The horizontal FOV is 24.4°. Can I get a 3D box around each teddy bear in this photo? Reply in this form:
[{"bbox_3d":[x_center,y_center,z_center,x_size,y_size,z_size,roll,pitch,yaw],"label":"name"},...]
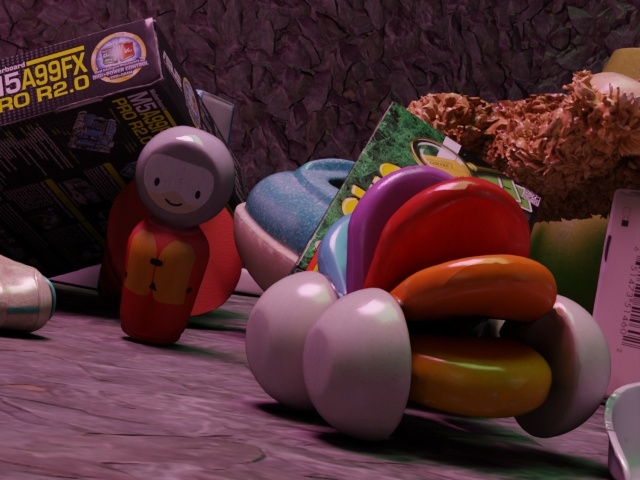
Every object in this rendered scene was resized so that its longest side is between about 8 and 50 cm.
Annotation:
[{"bbox_3d":[0.183,-0.058,1.179,0.338,0.113,0.245,-4,-10,41],"label":"teddy bear"}]

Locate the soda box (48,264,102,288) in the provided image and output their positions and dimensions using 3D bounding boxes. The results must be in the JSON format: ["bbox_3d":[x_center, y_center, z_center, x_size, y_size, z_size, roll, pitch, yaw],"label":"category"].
[{"bbox_3d":[-0.247,-0.008,1.433,0.286,0.091,0.098,9,3,22],"label":"soda box"}]

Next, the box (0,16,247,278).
[{"bbox_3d":[-0.193,-0.063,1.210,0.216,0.060,0.270,-16,-25,7],"label":"box"}]

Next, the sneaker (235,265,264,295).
[{"bbox_3d":[-0.106,-0.020,1.624,0.350,0.148,0.131,8,2,-41],"label":"sneaker"}]

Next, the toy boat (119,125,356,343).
[{"bbox_3d":[0.000,0.000,1.078,0.318,0.148,0.267,2,18,-38],"label":"toy boat"}]

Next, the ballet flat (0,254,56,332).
[{"bbox_3d":[-0.241,0.025,0.984,0.052,0.057,0.168,-6,11,-44],"label":"ballet flat"}]

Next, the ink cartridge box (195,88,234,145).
[{"bbox_3d":[-0.286,-0.093,1.887,0.307,0.223,0.129,9,1,17],"label":"ink cartridge box"}]

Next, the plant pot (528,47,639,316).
[{"bbox_3d":[0.317,-0.022,1.369,0.274,0.293,0.275,9,1,0],"label":"plant pot"}]

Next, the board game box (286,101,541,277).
[{"bbox_3d":[0.069,0.000,0.986,0.136,0.030,0.260,31,32,-1],"label":"board game box"}]

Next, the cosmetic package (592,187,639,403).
[{"bbox_3d":[0.348,0.059,1.127,0.309,0.160,0.113,6,4,-39],"label":"cosmetic package"}]

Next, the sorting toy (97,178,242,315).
[{"bbox_3d":[-0.046,0.038,1.280,0.365,0.127,0.126,9,-26,-36],"label":"sorting toy"}]

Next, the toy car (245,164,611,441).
[{"bbox_3d":[0.056,0.029,0.779,0.159,0.136,0.182,2,4,-25],"label":"toy car"}]

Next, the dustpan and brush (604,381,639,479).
[{"bbox_3d":[0.204,0.094,0.783,0.147,0.060,0.211,8,2,-6],"label":"dustpan and brush"}]
